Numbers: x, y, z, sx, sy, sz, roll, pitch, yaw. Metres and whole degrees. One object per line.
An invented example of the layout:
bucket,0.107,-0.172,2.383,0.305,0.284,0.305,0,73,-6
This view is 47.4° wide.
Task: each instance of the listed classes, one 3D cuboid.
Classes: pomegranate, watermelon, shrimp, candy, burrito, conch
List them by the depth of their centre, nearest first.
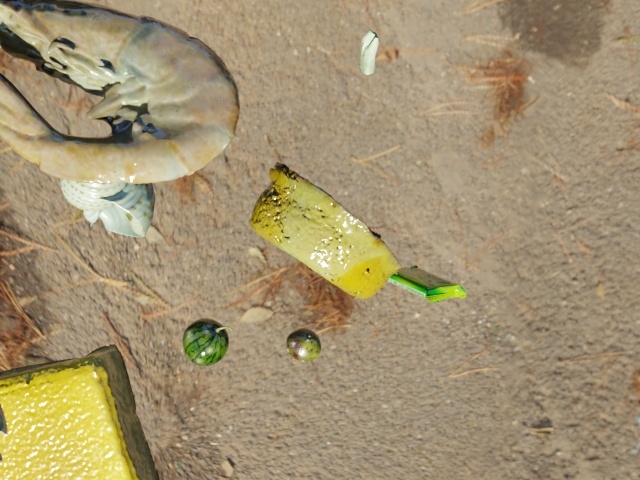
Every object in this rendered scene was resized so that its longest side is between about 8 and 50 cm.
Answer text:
shrimp,-0.186,-0.112,0.539,0.254,0.059,0.145,15,71,-6
conch,-0.372,-0.095,1.301,0.172,0.200,0.131,20,74,-8
candy,0.202,0.084,1.462,0.102,0.178,0.032,-2,104,-28
pomegranate,-0.042,0.217,1.480,0.084,0.073,0.073,-34,84,18
watermelon,-0.236,0.207,1.501,0.108,0.109,0.109,3,74,-12
burrito,0.123,-0.479,1.840,0.044,0.118,0.074,-3,48,-7

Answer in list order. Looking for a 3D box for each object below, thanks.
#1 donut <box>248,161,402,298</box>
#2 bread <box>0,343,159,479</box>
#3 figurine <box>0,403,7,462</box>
donut,0.000,0.000,1.141,0.272,0.272,0.107,38,86,-1
bread,-0.528,0.403,1.470,0.332,0.143,0.324,-13,94,1
figurine,-0.638,0.279,1.268,0.205,0.103,0.260,14,29,-33
